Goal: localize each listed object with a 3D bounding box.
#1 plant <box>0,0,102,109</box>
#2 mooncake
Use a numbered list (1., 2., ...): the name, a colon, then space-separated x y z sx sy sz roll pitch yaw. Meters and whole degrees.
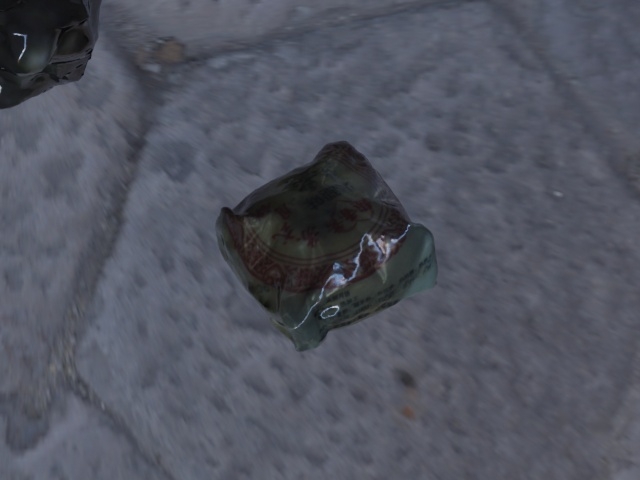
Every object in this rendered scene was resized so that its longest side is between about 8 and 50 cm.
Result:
1. plant: -0.116 -0.167 0.462 0.149 0.146 0.274 -2 78 18
2. mooncake: 0.000 0.000 1.290 0.125 0.130 0.073 -27 140 -19
